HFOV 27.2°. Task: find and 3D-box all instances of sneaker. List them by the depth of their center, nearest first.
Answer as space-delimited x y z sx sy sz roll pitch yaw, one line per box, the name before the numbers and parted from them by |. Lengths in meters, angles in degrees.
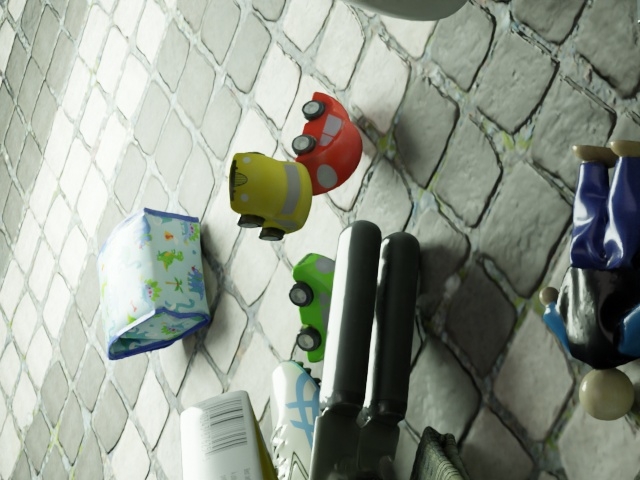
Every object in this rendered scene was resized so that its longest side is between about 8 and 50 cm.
sneaker | -0.018 0.214 1.157 0.085 0.086 0.237 111 150 -57

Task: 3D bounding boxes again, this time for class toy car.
toy car | 0.000 0.000 1.162 0.053 0.239 0.225 -2 109 22

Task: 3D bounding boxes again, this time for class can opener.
can opener | 0.025 0.128 1.093 0.095 0.076 0.283 -33 45 58

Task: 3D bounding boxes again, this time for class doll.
doll | 0.199 0.028 0.902 0.129 0.046 0.189 -1 83 58

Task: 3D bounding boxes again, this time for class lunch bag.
lunch bag | -0.197 0.052 1.470 0.151 0.096 0.129 -29 60 40

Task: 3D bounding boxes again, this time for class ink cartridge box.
ink cartridge box | -0.020 0.301 0.932 0.303 0.072 0.307 -119 8 -73

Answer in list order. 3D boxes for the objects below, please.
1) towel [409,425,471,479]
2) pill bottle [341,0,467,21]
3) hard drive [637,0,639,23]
towel | 0.080 0.313 0.924 0.324 0.056 0.312 -115 38 -84
pill bottle | 0.101 -0.386 0.968 0.408 0.229 0.229 -60 39 31
hard drive | 0.254 -0.220 0.887 0.094 0.022 0.135 -10 75 57
